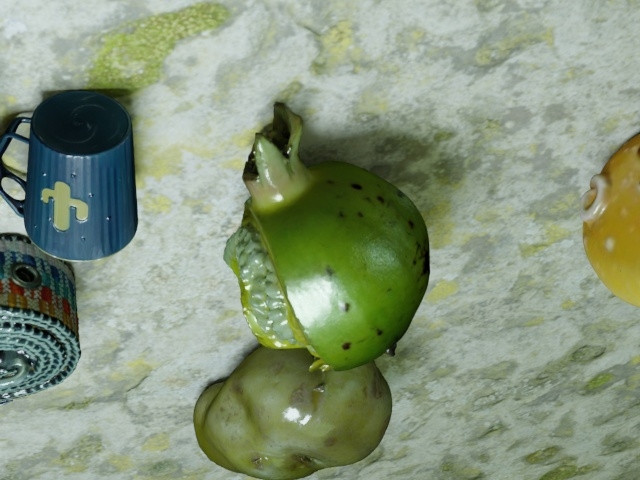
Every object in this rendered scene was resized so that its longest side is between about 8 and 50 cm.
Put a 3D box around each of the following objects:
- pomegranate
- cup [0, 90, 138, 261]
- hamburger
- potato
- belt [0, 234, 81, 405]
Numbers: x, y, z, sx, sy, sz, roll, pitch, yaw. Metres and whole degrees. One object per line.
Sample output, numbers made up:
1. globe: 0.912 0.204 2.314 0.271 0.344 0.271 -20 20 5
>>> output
1. pomegranate: 0.000 0.000 1.519 0.260 0.260 0.341 -19 119 6
2. cup: -0.286 -0.080 1.414 0.176 0.131 0.155 15 135 2
3. hamburger: 0.479 -0.043 1.622 0.186 0.261 0.303 31 106 -40
4. potato: -0.053 0.252 1.869 0.218 0.203 0.351 4 154 -42
5. belt: -0.445 0.116 1.567 0.295 0.160 0.207 -6 143 -13
